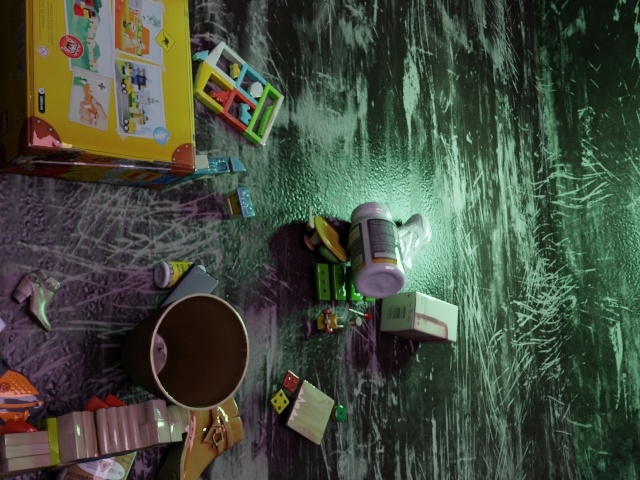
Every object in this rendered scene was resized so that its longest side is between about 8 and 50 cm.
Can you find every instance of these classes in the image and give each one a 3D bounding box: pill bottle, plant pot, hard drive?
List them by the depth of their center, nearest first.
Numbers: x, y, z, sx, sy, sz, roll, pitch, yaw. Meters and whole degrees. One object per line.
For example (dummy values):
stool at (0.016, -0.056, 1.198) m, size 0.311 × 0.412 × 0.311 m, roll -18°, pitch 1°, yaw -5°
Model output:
pill bottle at (-0.471, 0.502, 1.257) m, size 0.131 × 0.131 × 0.229 m, roll 37°, pitch 58°, yaw -33°
plant pot at (-0.325, 0.247, 1.367) m, size 0.237 × 0.254 × 0.237 m, roll 12°, pitch 72°, yaw -41°
hard drive at (-0.318, 0.129, 1.504) m, size 0.135 × 0.022 × 0.094 m, roll -51°, pitch 138°, yaw -5°
pill bottle at (-0.341, 0.083, 1.521) m, size 0.116 × 0.065 × 0.065 m, roll 2°, pitch 79°, yaw -44°
pill bottle at (0.168, 0.025, 1.914) m, size 0.162 × 0.162 × 0.279 m, roll 33°, pitch 38°, yaw -35°

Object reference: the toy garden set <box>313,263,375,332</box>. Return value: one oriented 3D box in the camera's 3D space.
toy garden set at (0.069, 0.180, 1.911) m, size 0.244 × 0.049 × 0.204 m, roll 7°, pitch 74°, yaw -44°

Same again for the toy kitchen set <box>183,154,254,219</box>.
toy kitchen set at (-0.266, -0.130, 1.599) m, size 0.207 × 0.122 × 0.166 m, roll -13°, pitch 90°, yaw -44°

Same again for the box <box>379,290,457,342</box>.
box at (0.327, 0.260, 2.070) m, size 0.232 × 0.148 × 0.127 m, roll 22°, pitch 67°, yaw -39°

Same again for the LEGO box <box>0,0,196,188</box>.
LEGO box at (-0.492, -0.394, 1.388) m, size 0.372 × 0.193 × 0.501 m, roll 4°, pitch 78°, yaw -43°

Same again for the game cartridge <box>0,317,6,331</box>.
game cartridge at (-0.665, 0.174, 1.222) m, size 0.083 × 0.017 × 0.056 m, roll -39°, pitch 105°, yaw -41°

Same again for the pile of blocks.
pile of blocks at (-0.447, 0.357, 1.174) m, size 0.362 × 0.149 × 0.113 m, roll 1°, pitch 66°, yaw -35°

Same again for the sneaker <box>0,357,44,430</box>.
sneaker at (-0.603, 0.372, 1.163) m, size 0.180 × 0.124 × 0.321 m, roll -6°, pitch 85°, yaw -43°

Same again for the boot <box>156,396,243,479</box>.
boot at (-0.279, 0.507, 1.477) m, size 0.220 × 0.109 × 0.284 m, roll -6°, pitch 78°, yaw -48°

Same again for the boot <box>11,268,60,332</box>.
boot at (-0.578, 0.120, 1.301) m, size 0.118 × 0.042 × 0.087 m, roll 56°, pitch 47°, yaw -20°

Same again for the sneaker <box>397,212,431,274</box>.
sneaker at (0.276, -0.005, 2.100) m, size 0.152 × 0.114 × 0.305 m, roll 52°, pitch 50°, yaw -24°

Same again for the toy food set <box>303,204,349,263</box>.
toy food set at (0.000, 0.000, 1.873) m, size 0.218 × 0.071 × 0.128 m, roll 46°, pitch 22°, yaw -34°

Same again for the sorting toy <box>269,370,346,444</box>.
sorting toy at (-0.045, 0.473, 1.735) m, size 0.274 × 0.046 × 0.132 m, roll 42°, pitch 55°, yaw -31°

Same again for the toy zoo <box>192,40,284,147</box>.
toy zoo at (-0.242, -0.421, 1.750) m, size 0.293 × 0.030 × 0.193 m, roll 37°, pitch 58°, yaw -33°
